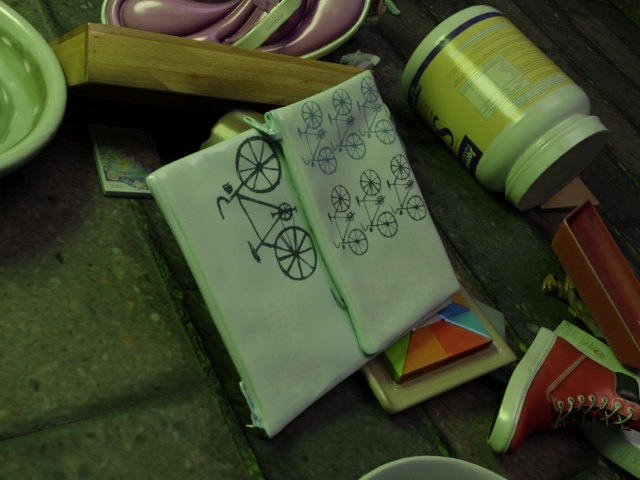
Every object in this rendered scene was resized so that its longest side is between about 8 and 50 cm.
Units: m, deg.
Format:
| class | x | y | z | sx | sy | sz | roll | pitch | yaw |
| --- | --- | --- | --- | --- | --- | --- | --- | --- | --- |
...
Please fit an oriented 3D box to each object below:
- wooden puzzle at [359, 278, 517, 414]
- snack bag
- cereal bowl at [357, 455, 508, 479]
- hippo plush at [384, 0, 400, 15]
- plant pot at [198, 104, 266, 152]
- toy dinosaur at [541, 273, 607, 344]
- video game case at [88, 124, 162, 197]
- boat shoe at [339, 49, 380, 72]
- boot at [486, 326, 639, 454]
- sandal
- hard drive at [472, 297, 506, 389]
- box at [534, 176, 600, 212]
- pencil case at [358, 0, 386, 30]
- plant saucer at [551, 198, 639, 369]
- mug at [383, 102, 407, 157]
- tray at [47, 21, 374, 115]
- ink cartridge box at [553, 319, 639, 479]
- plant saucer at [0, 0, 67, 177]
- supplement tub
| class | x | y | z | sx | sy | sz | roll | pitch | yaw |
| --- | --- | --- | --- | --- | --- | --- | --- | --- | --- |
| wooden puzzle | 0.124 | 0.098 | 0.927 | 0.239 | 0.044 | 0.221 | -12 | 54 | -33 |
| snack bag | 0.000 | 0.000 | 0.800 | 0.343 | 0.037 | 0.323 | -29 | 102 | -34 |
| cereal bowl | 0.104 | 0.368 | 0.589 | 0.339 | 0.141 | 0.339 | 18 | 42 | -17 |
| hippo plush | 0.071 | -0.685 | 1.554 | 0.234 | 0.236 | 0.294 | -23 | 65 | -46 |
| plant pot | -0.067 | -0.086 | 0.928 | 0.165 | 0.167 | 0.167 | 35 | 39 | 12 |
| toy dinosaur | 0.427 | 0.083 | 1.177 | 0.112 | 0.064 | 0.211 | 32 | 39 | -35 |
| video game case | -0.254 | -0.105 | 0.925 | 0.087 | 0.011 | 0.122 | 1 | 50 | -34 |
| boat shoe | 0.068 | -0.328 | 1.321 | 0.063 | 0.066 | 0.184 | 25 | 33 | 4 |
| boot | 0.327 | 0.221 | 0.900 | 0.176 | 0.088 | 0.244 | 30 | 37 | 21 |
| sandal | -0.126 | -0.342 | 1.050 | 0.416 | 0.102 | 0.169 | -9 | 93 | 0 |
| hard drive | 0.220 | 0.139 | 0.993 | 0.094 | 0.022 | 0.135 | 27 | 40 | -9 |
| box | 0.465 | -0.125 | 1.428 | 0.201 | 0.021 | 0.164 | -3 | 52 | -37 |
| pencil case | -0.013 | -0.425 | 1.298 | 0.183 | 0.160 | 0.410 | 49 | 40 | -5 |
| plant saucer | 0.465 | 0.068 | 1.136 | 0.258 | 0.048 | 0.259 | -20 | 81 | -60 |
| mug | 0.072 | -0.184 | 1.159 | 0.158 | 0.097 | 0.129 | 10 | 45 | -26 |
| tray | -0.148 | -0.225 | 0.977 | 0.411 | 0.076 | 0.203 | -1 | 6 | -35 |
| ink cartridge box | 0.427 | 0.234 | 1.034 | 0.232 | 0.066 | 0.189 | 29 | 35 | 28 |
| plant saucer | -0.493 | -0.171 | 0.760 | 0.401 | 0.100 | 0.400 | 19 | 42 | -18 |
| supplement tub | 0.335 | -0.242 | 1.286 | 0.241 | 0.241 | 0.331 | -15 | 60 | -43 |
